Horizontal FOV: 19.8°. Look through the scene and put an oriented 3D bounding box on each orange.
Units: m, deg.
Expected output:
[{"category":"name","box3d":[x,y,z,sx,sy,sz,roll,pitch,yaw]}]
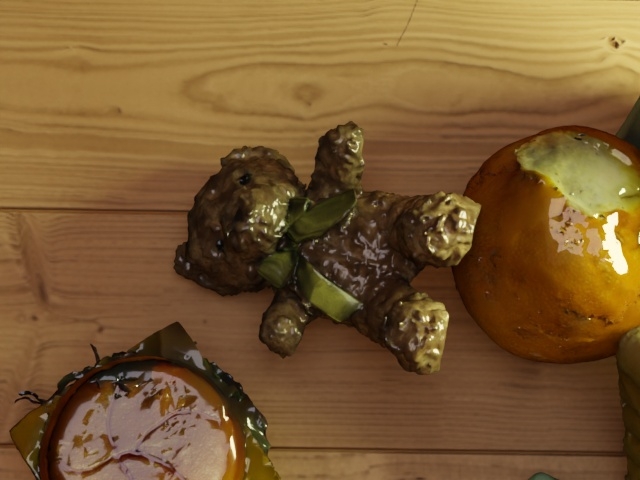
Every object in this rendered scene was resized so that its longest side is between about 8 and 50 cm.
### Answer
[{"category":"orange","box3d":[0.245,0.007,1.822,0.240,0.240,0.240,0,77,-1]}]

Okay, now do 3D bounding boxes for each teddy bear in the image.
[{"category":"teddy bear","box3d":[0.001,0.001,1.816,0.223,0.296,0.246,15,92,-19]}]

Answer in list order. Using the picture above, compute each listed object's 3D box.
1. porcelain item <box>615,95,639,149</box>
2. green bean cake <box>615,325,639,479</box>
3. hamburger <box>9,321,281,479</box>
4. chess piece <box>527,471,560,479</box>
[{"category":"porcelain item","box3d":[0.448,-0.085,1.820,0.281,0.286,0.157,39,76,10]},{"category":"green bean cake","box3d":[0.404,0.156,1.788,0.224,0.229,0.131,-21,36,-18]},{"category":"hamburger","box3d":[-0.174,0.216,1.815,0.243,0.138,0.261,-29,79,-9]},{"category":"chess piece","box3d":[0.220,0.347,1.799,0.176,0.176,0.298,44,67,9]}]
